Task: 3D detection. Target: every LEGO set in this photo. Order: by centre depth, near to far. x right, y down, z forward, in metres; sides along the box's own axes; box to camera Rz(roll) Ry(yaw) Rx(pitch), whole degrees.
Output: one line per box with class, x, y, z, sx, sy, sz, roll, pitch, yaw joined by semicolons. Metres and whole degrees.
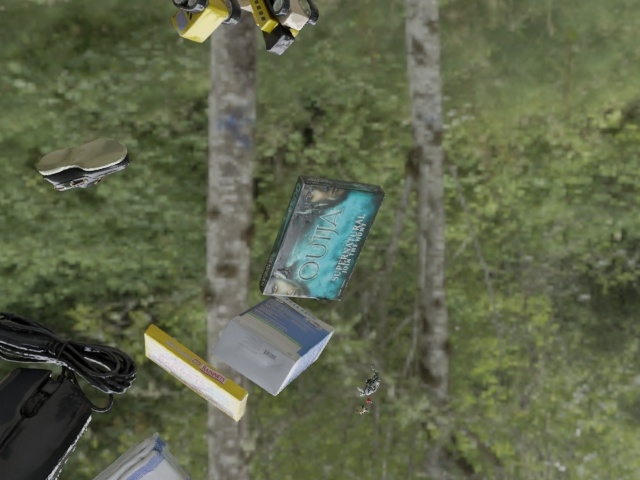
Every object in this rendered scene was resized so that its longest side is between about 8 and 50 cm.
LEGO set;0.083;0.248;1.634;0.023;0.083;0.054;21;-149;37

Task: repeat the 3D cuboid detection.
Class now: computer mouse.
computer mouse;-0.339;0.212;1.091;0.188;0.272;0.072;20;156;6

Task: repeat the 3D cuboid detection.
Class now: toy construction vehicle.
toy construction vehicle;-0.050;-0.124;0.476;0.086;0.035;0.098;7;-134;-45

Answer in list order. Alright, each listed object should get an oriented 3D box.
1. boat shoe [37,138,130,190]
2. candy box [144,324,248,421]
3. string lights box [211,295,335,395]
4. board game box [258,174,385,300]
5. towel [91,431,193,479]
boat shoe;-0.275;-0.089;1.185;0.133;0.042;0.049;-7;-134;30
candy box;-0.216;0.229;1.716;0.206;0.105;0.027;34;-121;11
string lights box;-0.076;0.176;1.766;0.133;0.076;0.260;32;-166;10
board game box;0.000;0.000;1.380;0.126;0.186;0.026;5;-148;-26
towel;-0.185;0.376;1.108;0.209;0.285;0.034;-39;-156;-13
